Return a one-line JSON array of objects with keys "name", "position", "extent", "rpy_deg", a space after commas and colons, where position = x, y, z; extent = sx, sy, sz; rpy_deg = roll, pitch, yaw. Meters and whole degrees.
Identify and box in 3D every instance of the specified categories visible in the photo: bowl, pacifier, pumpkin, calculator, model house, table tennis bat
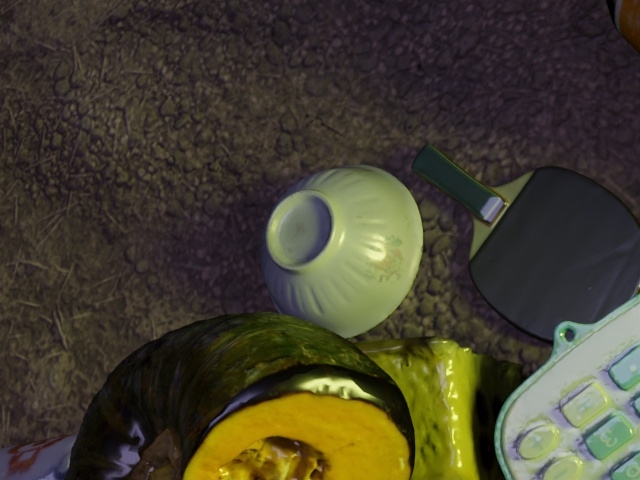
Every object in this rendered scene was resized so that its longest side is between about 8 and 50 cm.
[{"name": "bowl", "position": [0.000, 0.000, 1.440], "extent": [0.189, 0.086, 0.189], "rpy_deg": [-12, 67, 30]}, {"name": "pacifier", "position": [-0.266, 0.311, 1.479], "extent": [0.279, 0.227, 0.207], "rpy_deg": [-14, 107, 29]}, {"name": "pumpkin", "position": [-0.069, 0.188, 1.177], "extent": [0.325, 0.242, 0.232], "rpy_deg": [-46, 28, 13]}, {"name": "calculator", "position": [0.307, 0.218, 1.124], "extent": [0.256, 0.054, 0.386], "rpy_deg": [-40, 78, 16]}, {"name": "model house", "position": [0.076, 0.217, 1.262], "extent": [0.193, 0.175, 0.234], "rpy_deg": [-15, 64, 28]}, {"name": "table tennis bat", "position": [0.188, -0.011, 1.362], "extent": [0.274, 0.021, 0.154], "rpy_deg": [39, 97, 33]}]

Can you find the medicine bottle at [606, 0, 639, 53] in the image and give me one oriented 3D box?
[{"name": "medicine bottle", "position": [0.415, -0.144, 1.123], "extent": [0.242, 0.242, 0.395], "rpy_deg": [-43, 61, 14]}]
